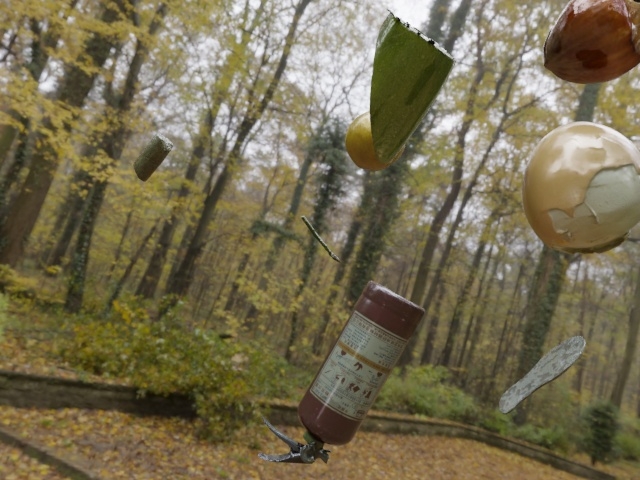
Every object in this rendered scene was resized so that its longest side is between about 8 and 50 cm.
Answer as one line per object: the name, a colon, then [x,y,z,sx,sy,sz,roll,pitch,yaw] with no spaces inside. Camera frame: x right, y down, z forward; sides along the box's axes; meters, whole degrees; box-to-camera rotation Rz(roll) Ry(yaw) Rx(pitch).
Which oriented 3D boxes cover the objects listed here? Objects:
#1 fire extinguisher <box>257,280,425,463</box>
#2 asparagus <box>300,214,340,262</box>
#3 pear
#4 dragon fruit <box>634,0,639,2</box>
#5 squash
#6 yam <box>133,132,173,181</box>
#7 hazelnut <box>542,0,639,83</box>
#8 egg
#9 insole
fire extinguisher: [0.017,0.151,0.602,0.099,0.231,0.071,31,1,-2]
asparagus: [0.000,0.000,1.451,0.016,0.016,0.162,-32,-78,32]
pear: [0.184,-0.334,1.865,0.209,0.208,0.209,17,-10,3]
dragon fruit: [0.494,-0.410,0.734,0.172,0.160,0.166,-23,-35,7]
squash: [0.146,-0.320,1.162,0.189,0.260,0.189,28,26,-15]
yam: [-0.323,-0.159,1.050,0.043,0.094,0.043,40,18,-16]
hazelnut: [0.501,-0.363,0.998,0.182,0.182,0.182,17,-10,3]
egg: [0.452,-0.097,0.950,0.201,0.244,0.201,2,-33,1]
insole: [0.357,0.220,0.893,0.006,0.193,0.065,33,29,-4]
